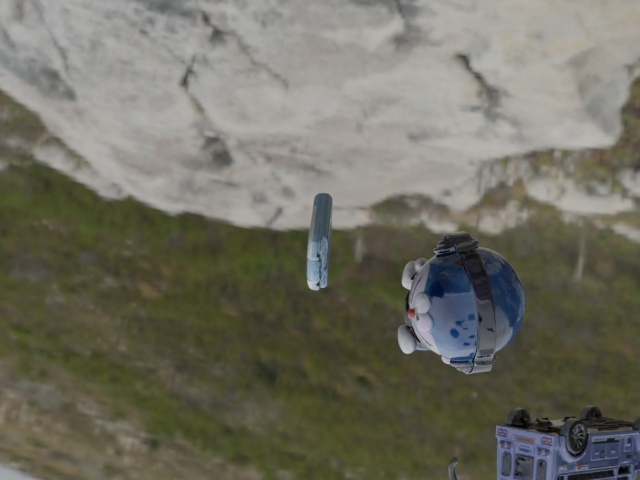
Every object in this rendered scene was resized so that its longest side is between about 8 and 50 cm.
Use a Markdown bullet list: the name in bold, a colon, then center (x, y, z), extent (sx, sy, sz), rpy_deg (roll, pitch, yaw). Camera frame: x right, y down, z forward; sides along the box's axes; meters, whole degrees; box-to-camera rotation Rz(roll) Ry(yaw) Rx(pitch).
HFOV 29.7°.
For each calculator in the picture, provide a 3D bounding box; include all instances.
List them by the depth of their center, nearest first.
- **calculator**: center (0.000, 0.000, 2.239), extent (0.039, 0.210, 0.121), rpy_deg (4, 124, 2)

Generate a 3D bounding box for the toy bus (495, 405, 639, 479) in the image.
- **toy bus**: center (0.402, 0.329, 1.866), extent (0.292, 0.133, 0.126), rpy_deg (5, 179, -43)

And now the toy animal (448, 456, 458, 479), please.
- **toy animal**: center (0.132, 0.458, 1.823), extent (0.137, 0.270, 0.082), rpy_deg (56, 175, -4)

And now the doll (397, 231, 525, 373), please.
- **doll**: center (0.279, 0.130, 2.439), extent (0.240, 0.284, 0.310), rpy_deg (-8, 172, -9)
